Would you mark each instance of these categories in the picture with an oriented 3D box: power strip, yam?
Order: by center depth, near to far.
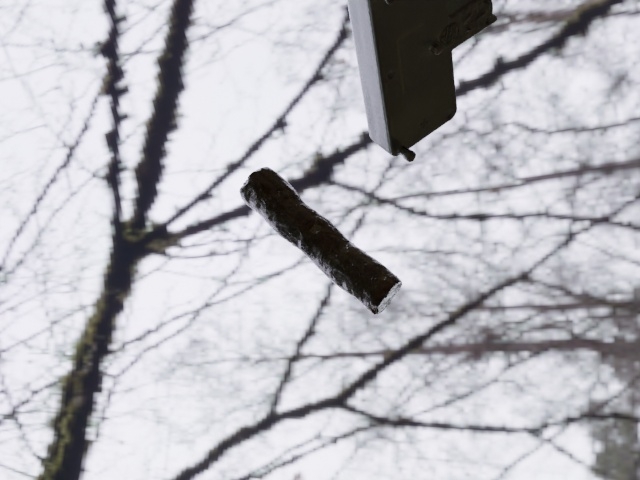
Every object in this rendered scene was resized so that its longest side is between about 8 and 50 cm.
[{"bbox_3d":[0.103,-0.190,1.239,0.145,0.061,0.215,-36,-36,-18],"label":"power strip"},{"bbox_3d":[0.000,0.000,1.640,0.061,0.253,0.061,-36,-30,-25],"label":"yam"}]
